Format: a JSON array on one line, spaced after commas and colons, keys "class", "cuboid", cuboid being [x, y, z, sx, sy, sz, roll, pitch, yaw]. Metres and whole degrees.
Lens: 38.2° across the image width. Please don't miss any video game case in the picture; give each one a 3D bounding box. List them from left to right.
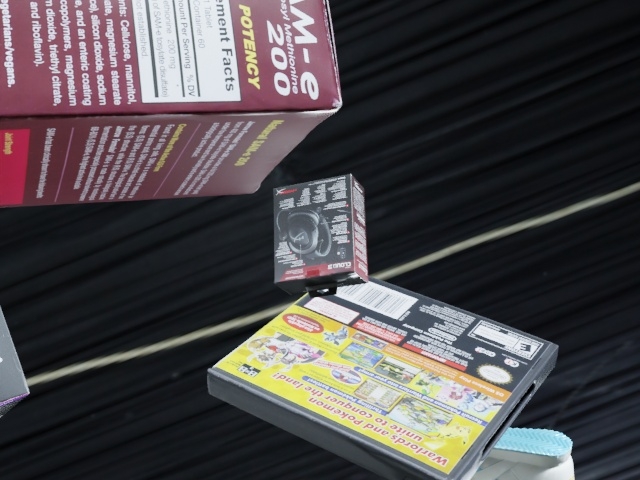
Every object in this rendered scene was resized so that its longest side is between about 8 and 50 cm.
[{"class": "video game case", "cuboid": [0.067, 0.132, 0.949, 0.248, 0.275, 0.035, -36, 136, -47]}]

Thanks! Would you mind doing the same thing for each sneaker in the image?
[{"class": "sneaker", "cuboid": [0.197, 0.276, 1.134, 0.087, 0.229, 0.092, -19, 107, -48]}]

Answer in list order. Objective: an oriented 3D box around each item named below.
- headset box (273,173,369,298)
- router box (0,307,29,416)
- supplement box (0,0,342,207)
[{"class": "headset box", "cuboid": [0.000, 0.000, 0.666, 0.032, 0.062, 0.083, 39, 44, -61]}, {"class": "router box", "cuboid": [-0.322, 0.072, 0.830, 0.133, 0.046, 0.178, -34, -104, 56]}, {"class": "supplement box", "cuboid": [-0.127, -0.059, 0.358, 0.130, 0.240, 0.073, 149, -65, -67]}]
